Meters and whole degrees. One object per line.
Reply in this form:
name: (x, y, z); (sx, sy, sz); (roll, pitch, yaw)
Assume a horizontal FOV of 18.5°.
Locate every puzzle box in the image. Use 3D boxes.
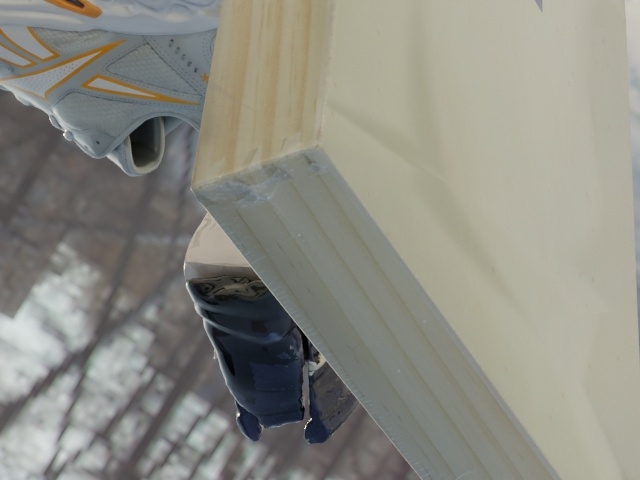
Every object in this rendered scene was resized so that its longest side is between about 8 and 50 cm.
puzzle box: (0.058, -0.084, 0.823); (0.272, 0.052, 0.409); (52, -150, -37)

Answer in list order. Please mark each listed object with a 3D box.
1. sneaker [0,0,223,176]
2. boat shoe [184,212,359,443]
sneaker: (-0.137, -0.092, 1.059); (0.262, 0.121, 0.099); (3, -159, 30)
boat shoe: (0.000, 0.000, 1.422); (0.127, 0.158, 0.340); (3, -145, 23)
